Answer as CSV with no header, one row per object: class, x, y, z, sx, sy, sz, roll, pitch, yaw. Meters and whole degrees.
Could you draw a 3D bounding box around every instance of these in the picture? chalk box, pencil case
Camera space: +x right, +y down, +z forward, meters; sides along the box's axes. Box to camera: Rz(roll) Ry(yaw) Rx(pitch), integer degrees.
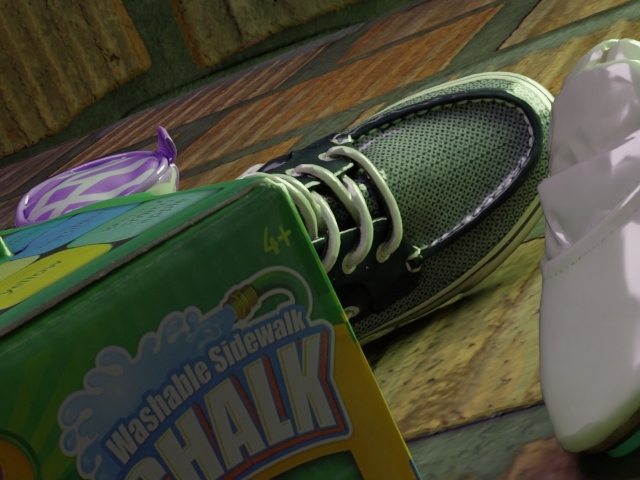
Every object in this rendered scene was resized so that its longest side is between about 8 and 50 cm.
chalk box,-0.088,0.095,0.535,0.180,0.289,0.179,-34,15,-35
pencil case,-0.079,0.054,0.909,0.088,0.206,0.086,-23,25,-5

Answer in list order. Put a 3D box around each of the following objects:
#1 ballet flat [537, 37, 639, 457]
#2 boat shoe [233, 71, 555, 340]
ballet flat,0.187,-0.073,0.867,0.139,0.139,0.400,-7,36,54
boat shoe,0.000,0.000,1.052,0.340,0.127,0.158,-34,-12,-3
